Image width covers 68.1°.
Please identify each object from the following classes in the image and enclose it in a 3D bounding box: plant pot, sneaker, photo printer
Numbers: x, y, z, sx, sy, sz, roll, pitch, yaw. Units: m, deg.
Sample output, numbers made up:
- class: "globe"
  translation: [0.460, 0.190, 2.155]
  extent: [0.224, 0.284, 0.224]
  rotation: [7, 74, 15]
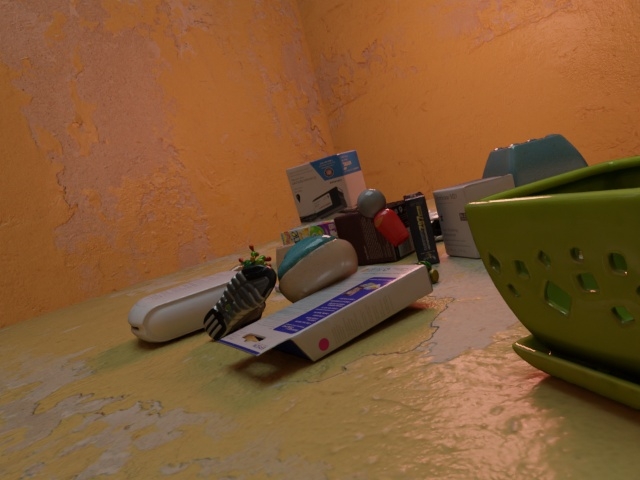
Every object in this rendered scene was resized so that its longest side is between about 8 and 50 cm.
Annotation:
- class: "plant pot"
  translation: [-0.119, 0.065, 1.786]
  extent: [0.109, 0.096, 0.109]
  rotation: [-15, 5, -2]
- class: "plant pot"
  translation: [0.598, -0.157, 1.341]
  extent: [0.247, 0.252, 0.248]
  rotation: [-15, 5, -2]
- class: "plant pot"
  translation: [0.314, 0.030, 0.461]
  extent: [0.227, 0.207, 0.228]
  rotation: [-16, 5, -16]
- class: "sneaker"
  translation: [-0.152, 0.127, 1.054]
  extent: [0.229, 0.086, 0.132]
  rotation: [-43, -19, 25]
- class: "sneaker"
  translation: [0.354, -0.053, 1.623]
  extent: [0.305, 0.114, 0.152]
  rotation: [-9, 7, 45]
- class: "photo printer"
  translation: [-0.345, 0.173, 1.251]
  extent: [0.308, 0.107, 0.256]
  rotation: [-18, 6, -26]

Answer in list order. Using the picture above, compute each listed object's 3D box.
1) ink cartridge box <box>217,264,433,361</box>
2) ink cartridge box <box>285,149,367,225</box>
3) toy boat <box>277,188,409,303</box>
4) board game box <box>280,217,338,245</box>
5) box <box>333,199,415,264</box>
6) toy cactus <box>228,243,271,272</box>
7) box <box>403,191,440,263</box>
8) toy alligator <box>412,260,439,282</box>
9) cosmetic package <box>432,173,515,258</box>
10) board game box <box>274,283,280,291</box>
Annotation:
- class: "ink cartridge box"
  translation: [0.015, 0.135, 0.861]
  extent: [0.371, 0.069, 0.176]
  rotation: [-20, 8, -31]
- class: "ink cartridge box"
  translation: [0.052, -0.160, 2.055]
  extent: [0.286, 0.394, 0.166]
  rotation: [-11, 9, 36]
- class: "toy boat"
  translation: [0.039, 0.020, 1.072]
  extent: [0.318, 0.148, 0.267]
  rotation: [-36, -18, -4]
- class: "board game box"
  translation: [0.000, 0.000, 1.876]
  extent: [0.275, 0.144, 0.142]
  rotation: [-11, 7, 39]
- class: "box"
  translation: [0.184, -0.024, 1.517]
  extent: [0.203, 0.167, 0.168]
  rotation: [-10, 8, 42]
- class: "toy cactus"
  translation: [-0.311, 0.099, 2.006]
  extent: [0.181, 0.112, 0.219]
  rotation: [-28, 20, -26]
- class: "box"
  translation: [0.282, -0.040, 1.338]
  extent: [0.059, 0.183, 0.233]
  rotation: [-14, 7, 12]
- class: "toy alligator"
  translation: [0.201, 0.081, 1.027]
  extent: [0.056, 0.051, 0.190]
  rotation: [-10, 8, 45]
- class: "cosmetic package"
  translation: [0.411, -0.063, 1.236]
  extent: [0.151, 0.183, 0.151]
  rotation: [-16, 5, -16]
- class: "board game box"
  translation: [-0.082, 0.132, 1.414]
  extent: [0.090, 0.020, 0.090]
  rotation: [-18, 7, -24]
